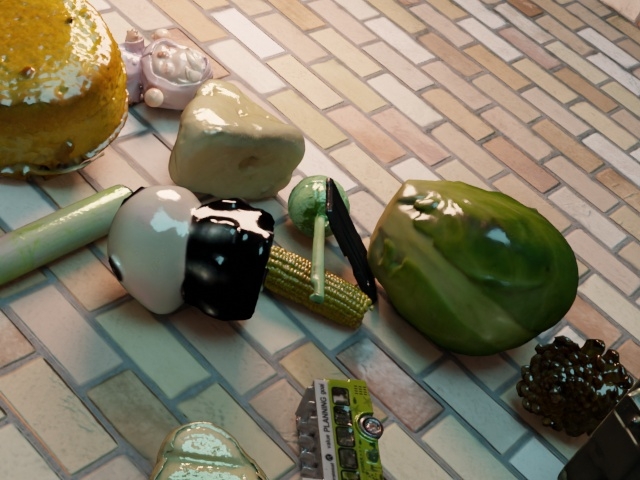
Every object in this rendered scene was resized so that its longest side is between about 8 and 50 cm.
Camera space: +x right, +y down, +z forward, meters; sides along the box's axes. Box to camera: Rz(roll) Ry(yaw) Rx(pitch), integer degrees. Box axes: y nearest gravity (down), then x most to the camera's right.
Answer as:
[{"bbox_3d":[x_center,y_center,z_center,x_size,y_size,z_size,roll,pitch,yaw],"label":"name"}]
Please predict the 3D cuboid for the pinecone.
[{"bbox_3d":[0.446,0.249,1.675,0.195,0.179,0.150,31,28,-18],"label":"pinecone"}]

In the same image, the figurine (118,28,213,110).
[{"bbox_3d":[-0.345,-0.336,1.951,0.276,0.133,0.200,9,55,-11],"label":"figurine"}]

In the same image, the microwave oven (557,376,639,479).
[{"bbox_3d":[0.572,0.429,1.433,0.247,0.333,0.394,-6,49,-25],"label":"microwave oven"}]

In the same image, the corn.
[{"bbox_3d":[-0.020,0.079,1.703,0.238,0.080,0.080,28,40,-1],"label":"corn"}]

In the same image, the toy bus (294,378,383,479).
[{"bbox_3d":[0.023,0.343,1.420,0.139,0.113,0.301,11,40,-16],"label":"toy bus"}]

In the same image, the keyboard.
[{"bbox_3d":[0.054,0.006,1.708,0.016,0.262,0.106,-14,47,14],"label":"keyboard"}]

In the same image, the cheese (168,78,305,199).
[{"bbox_3d":[-0.199,-0.190,1.828,0.248,0.173,0.251,-15,54,-48],"label":"cheese"}]

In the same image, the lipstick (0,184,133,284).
[{"bbox_3d":[-0.428,-0.011,1.600,0.076,0.076,0.304,40,43,17],"label":"lipstick"}]

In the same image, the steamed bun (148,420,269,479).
[{"bbox_3d":[-0.151,0.357,1.311,0.231,0.110,0.212,4,55,-17],"label":"steamed bun"}]

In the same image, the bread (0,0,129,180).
[{"bbox_3d":[-0.516,-0.289,1.720,0.337,0.204,0.358,-6,62,-7],"label":"bread"}]

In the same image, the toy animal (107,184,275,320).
[{"bbox_3d":[-0.210,0.022,1.581,0.267,0.212,0.212,11,41,2],"label":"toy animal"}]

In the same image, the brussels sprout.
[{"bbox_3d":[0.273,0.043,1.734,0.371,0.276,0.315,21,37,-5],"label":"brussels sprout"}]

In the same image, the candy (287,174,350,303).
[{"bbox_3d":[0.000,0.000,1.689,0.119,0.119,0.440,17,23,-9],"label":"candy"}]
